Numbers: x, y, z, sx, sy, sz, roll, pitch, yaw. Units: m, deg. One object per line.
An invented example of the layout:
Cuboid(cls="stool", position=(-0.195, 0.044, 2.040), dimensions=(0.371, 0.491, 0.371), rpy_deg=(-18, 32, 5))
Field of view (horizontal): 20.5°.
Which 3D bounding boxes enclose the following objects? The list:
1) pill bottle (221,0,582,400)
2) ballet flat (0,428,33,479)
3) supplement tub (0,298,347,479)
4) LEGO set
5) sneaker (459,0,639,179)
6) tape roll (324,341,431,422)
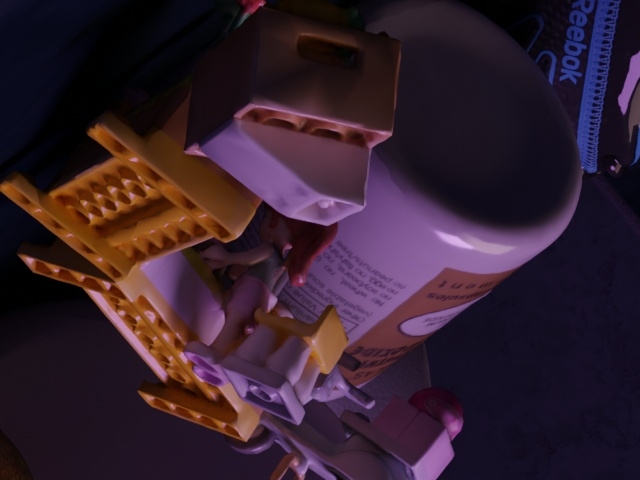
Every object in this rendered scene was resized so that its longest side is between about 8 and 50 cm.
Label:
Cuboid(cls="pill bottle", position=(0.000, 0.000, 0.809), dimensions=(0.131, 0.131, 0.229), rpy_deg=(-38, 178, -46))
Cuboid(cls="ballet flat", position=(-0.181, 0.119, 0.488), dimensions=(0.123, 0.123, 0.348), rpy_deg=(-41, 178, 39))
Cuboid(cls="supplement tub", position=(-0.128, 0.203, 0.787), dimensions=(0.235, 0.235, 0.325), rpy_deg=(-38, 168, -44))
Cuboid(cls="LEGO set", position=(-0.014, -0.021, 0.536), dimensions=(0.107, 0.132, 0.287), rpy_deg=(-57, 161, -22))
Cuboid(cls="sneaker", position=(0.094, -0.071, 0.858), dimensions=(0.125, 0.139, 0.341), rpy_deg=(-41, 180, -41))
Cuboid(cls="tape roll", position=(-0.055, 0.175, 1.039), dimensions=(0.392, 0.072, 0.392), rpy_deg=(-44, -142, 51))
